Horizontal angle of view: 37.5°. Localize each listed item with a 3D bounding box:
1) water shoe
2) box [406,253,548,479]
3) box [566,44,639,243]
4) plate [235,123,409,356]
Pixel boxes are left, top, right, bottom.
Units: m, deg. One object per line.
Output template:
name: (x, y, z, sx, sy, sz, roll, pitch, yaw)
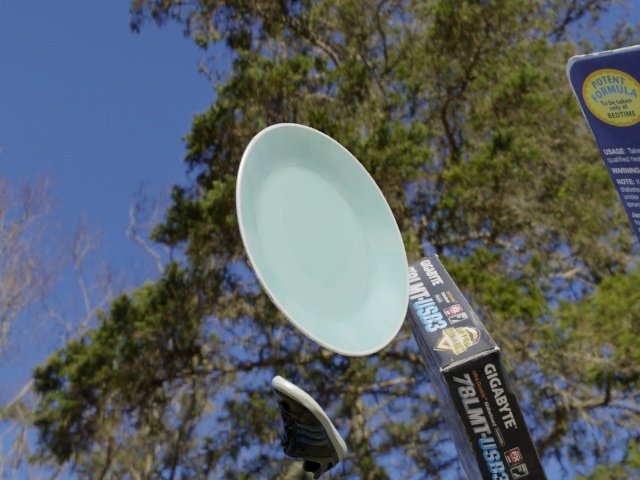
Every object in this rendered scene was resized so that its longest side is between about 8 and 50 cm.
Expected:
water shoe: (-0.027, 0.288, 1.417, 0.080, 0.073, 0.203, -45, -54, -16)
box: (0.179, 0.196, 1.078, 0.073, 0.295, 0.293, -21, -72, 0)
box: (0.185, 0.020, 0.347, 0.036, 0.136, 0.225, -35, -72, -21)
plate: (0.000, 0.000, 0.718, 0.024, 0.188, 0.188, -26, -50, 38)
